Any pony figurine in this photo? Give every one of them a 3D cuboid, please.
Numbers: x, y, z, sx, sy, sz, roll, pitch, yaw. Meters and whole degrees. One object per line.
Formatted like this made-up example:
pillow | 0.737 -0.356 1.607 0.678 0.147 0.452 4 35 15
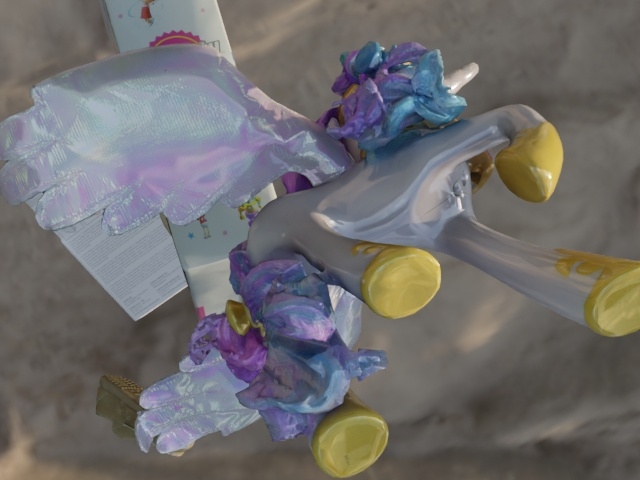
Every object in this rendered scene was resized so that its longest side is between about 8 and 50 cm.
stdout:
pony figurine | 0.000 0.000 1.007 0.351 0.363 0.303 -27 117 -5

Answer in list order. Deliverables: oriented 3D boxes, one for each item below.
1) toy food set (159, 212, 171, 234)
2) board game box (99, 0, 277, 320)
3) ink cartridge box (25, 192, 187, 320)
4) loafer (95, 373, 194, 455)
toy food set | -0.113 -0.034 1.681 0.132 0.038 0.192 -18 119 14
board game box | -0.113 -0.100 1.359 0.097 0.303 0.224 -16 167 -6
ink cartridge box | -0.244 -0.026 1.966 0.181 0.225 0.056 -33 -166 31
loafer | -0.188 0.194 1.642 0.056 0.148 0.050 10 106 -45
